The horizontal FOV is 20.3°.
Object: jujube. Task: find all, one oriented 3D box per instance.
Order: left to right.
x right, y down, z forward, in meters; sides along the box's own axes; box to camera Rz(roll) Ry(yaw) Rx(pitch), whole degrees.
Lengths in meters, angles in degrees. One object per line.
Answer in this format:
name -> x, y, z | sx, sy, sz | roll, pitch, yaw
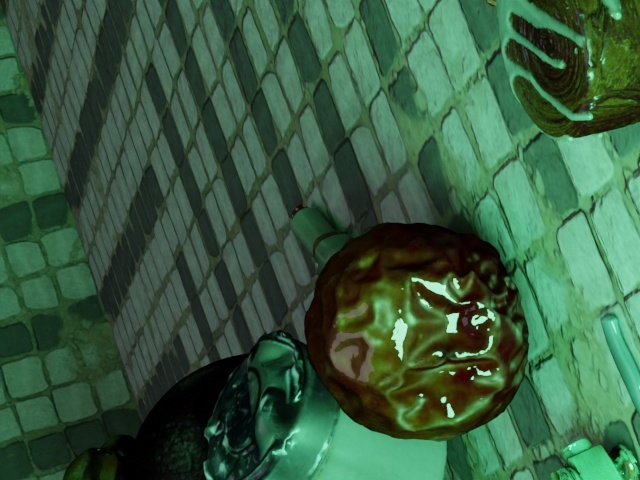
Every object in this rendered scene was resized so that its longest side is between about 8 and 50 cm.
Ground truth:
jujube -> 0.082, 0.078, 1.717 | 0.342, 0.216, 0.216 | -122, 17, -84

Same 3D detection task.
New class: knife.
knife -> 0.277, 0.155, 1.468 | 0.210, 0.015, 0.028 | 67, 157, 17

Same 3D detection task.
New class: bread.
bread -> 0.192, -0.152, 1.340 | 0.160, 0.073, 0.160 | 162, 90, -74

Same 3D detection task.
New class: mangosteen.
mangosteen -> -0.111, 0.315, 2.150 | 0.382, 0.435, 0.382 | 1, -90, -80

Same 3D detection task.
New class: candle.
candle -> 0.040, 0.234, 1.880 | 0.187, 0.330, 0.187 | -39, 36, 36

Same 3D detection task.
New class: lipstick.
lipstick -> -0.001, 0.001, 2.139 | 0.186, 0.057, 0.063 | -131, 28, -59

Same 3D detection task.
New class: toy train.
toy train -> 0.257, 0.259, 1.539 | 0.118, 0.074, 0.176 | 91, 154, -54
